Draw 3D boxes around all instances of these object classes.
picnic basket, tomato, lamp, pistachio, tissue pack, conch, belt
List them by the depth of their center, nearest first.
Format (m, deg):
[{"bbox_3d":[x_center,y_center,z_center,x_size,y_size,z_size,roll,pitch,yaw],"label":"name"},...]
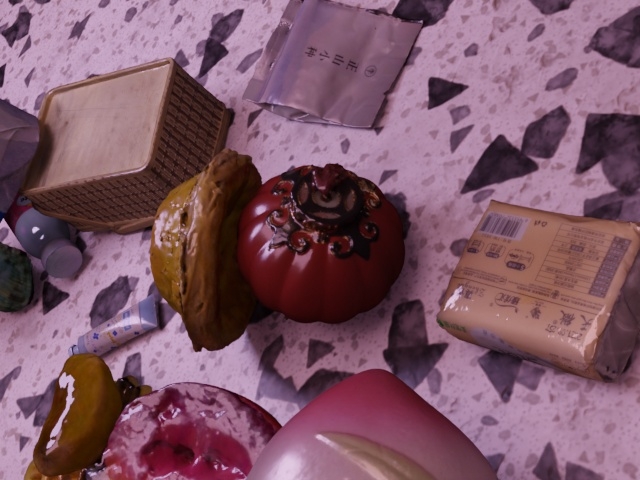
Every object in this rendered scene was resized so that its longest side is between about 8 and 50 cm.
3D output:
[{"bbox_3d":[0.267,0.054,1.171,0.222,0.090,0.186,13,72,41],"label":"tissue pack"},{"bbox_3d":[-0.153,0.358,1.278,0.289,0.176,0.335,23,81,23],"label":"tomato"},{"bbox_3d":[0.000,0.000,1.326,0.227,0.227,0.227,-19,55,29],"label":"lamp"},{"bbox_3d":[-0.342,0.256,1.456,0.110,0.100,0.189,1,54,16],"label":"pistachio"},{"bbox_3d":[-0.611,-0.085,1.700,0.347,0.117,0.212,-54,37,10],"label":"belt"},{"bbox_3d":[-0.329,-0.149,1.707,0.312,0.175,0.228,-7,61,31],"label":"picnic basket"},{"bbox_3d":[-0.610,0.059,1.834,0.122,0.176,0.188,-35,11,-33],"label":"conch"}]

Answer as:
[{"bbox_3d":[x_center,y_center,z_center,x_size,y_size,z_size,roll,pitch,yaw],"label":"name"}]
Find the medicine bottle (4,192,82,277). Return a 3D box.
[{"bbox_3d":[-0.498,-0.016,1.816,0.090,0.090,0.216,-51,46,3],"label":"medicine bottle"}]

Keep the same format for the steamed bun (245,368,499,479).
[{"bbox_3d":[0.058,0.276,1.062,0.309,0.309,0.309,-19,55,29],"label":"steamed bun"}]

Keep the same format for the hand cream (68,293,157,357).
[{"bbox_3d":[-0.330,0.148,1.624,0.170,0.043,0.065,-28,52,17],"label":"hand cream"}]

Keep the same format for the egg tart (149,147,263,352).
[{"bbox_3d":[-0.159,0.009,1.403,0.116,0.295,0.295,7,68,11],"label":"egg tart"}]

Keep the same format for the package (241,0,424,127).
[{"bbox_3d":[0.019,-0.279,1.589,0.251,0.062,0.204,18,77,30],"label":"package"}]

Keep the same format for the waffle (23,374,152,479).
[{"bbox_3d":[-0.331,0.349,1.498,0.300,0.058,0.282,-35,47,19],"label":"waffle"}]
